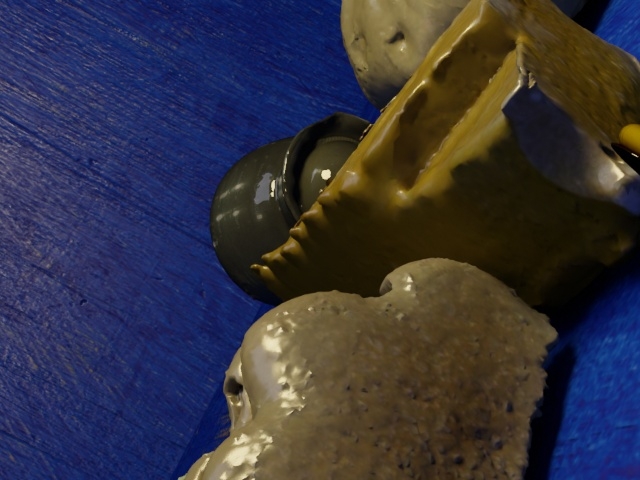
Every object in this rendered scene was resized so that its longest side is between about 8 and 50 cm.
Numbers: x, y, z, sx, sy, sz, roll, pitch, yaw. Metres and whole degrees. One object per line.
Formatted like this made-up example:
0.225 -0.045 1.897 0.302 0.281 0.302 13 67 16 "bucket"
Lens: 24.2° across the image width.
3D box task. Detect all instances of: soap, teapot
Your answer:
0.071 0.011 0.998 0.339 0.169 0.304 -52 4 23 "soap"
-0.017 -0.016 1.887 0.305 0.223 0.285 -61 11 -26 "teapot"

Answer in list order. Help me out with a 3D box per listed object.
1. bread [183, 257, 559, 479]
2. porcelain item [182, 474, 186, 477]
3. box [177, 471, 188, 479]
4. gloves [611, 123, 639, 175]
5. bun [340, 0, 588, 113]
0.025 0.129 0.820 0.102 0.183 0.337 -53 13 43 "bread"
-0.076 0.270 1.347 0.186 0.138 0.288 -51 6 0 "porcelain item"
-0.093 0.271 0.910 0.290 0.166 0.220 -33 -19 -50 "box"
0.247 -0.115 0.558 0.294 0.116 0.133 -52 34 6 "gloves"
0.148 -0.261 1.483 0.362 0.234 0.326 -57 -5 -46 "bun"
